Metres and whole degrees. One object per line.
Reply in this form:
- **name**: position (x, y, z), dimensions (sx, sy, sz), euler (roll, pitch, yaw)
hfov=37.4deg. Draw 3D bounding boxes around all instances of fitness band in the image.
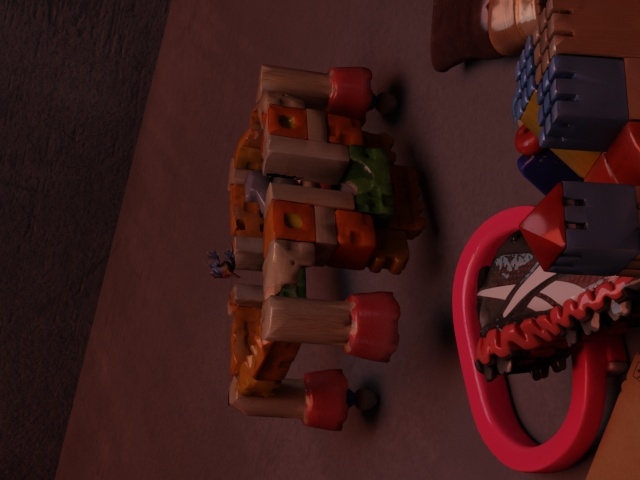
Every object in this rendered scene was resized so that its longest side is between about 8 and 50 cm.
- **fitness band**: position (0.224, 0.100, 1.009), dimensions (0.209, 0.054, 0.291), euler (132, 138, -51)

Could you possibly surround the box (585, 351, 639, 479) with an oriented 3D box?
- **box**: position (0.319, 0.216, 0.823), dimensions (0.201, 0.021, 0.165), euler (43, 123, 56)

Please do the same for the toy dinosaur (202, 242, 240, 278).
- **toy dinosaur**: position (-0.137, 0.042, 1.312), dimensions (0.082, 0.047, 0.090), euler (84, 170, -54)

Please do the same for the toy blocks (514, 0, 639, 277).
- **toy blocks**: position (0.264, -0.105, 0.691), dimensions (0.191, 0.260, 0.382), euler (99, 175, -68)

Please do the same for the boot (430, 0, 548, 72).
- **boot**: position (0.196, -0.335, 1.118), dimensions (0.207, 0.090, 0.249), euler (-4, 84, 60)

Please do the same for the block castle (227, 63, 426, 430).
- **block castle**: position (0.000, 0.000, 1.298), dimensions (0.303, 0.212, 0.453), euler (115, 156, -53)

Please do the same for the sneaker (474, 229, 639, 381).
- **sneaker**: position (0.225, 0.034, 0.844), dimensions (0.276, 0.097, 0.135), euler (-40, 52, 56)

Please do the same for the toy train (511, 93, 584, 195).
- **toy train**: position (0.291, -0.159, 0.913), dimensions (0.248, 0.105, 0.143), euler (-43, 25, 22)
